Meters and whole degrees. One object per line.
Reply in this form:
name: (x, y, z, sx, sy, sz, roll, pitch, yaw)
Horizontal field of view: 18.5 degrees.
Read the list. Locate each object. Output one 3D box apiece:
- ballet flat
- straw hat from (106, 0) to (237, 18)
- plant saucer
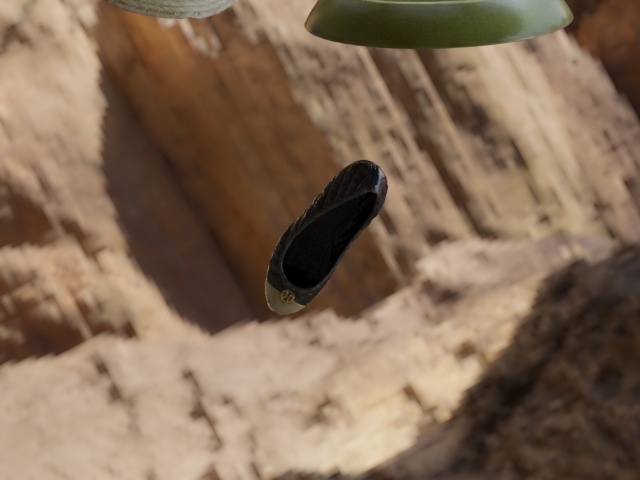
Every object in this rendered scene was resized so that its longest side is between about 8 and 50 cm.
ballet flat: (0.000, 0.000, 1.717, 0.057, 0.173, 0.049, 29, 27, -10)
straw hat: (-0.109, -0.225, 1.374, 0.144, 0.144, 0.061, 60, -36, 21)
plant saucer: (0.105, -0.214, 1.757, 0.241, 0.241, 0.037, -129, -145, -68)
